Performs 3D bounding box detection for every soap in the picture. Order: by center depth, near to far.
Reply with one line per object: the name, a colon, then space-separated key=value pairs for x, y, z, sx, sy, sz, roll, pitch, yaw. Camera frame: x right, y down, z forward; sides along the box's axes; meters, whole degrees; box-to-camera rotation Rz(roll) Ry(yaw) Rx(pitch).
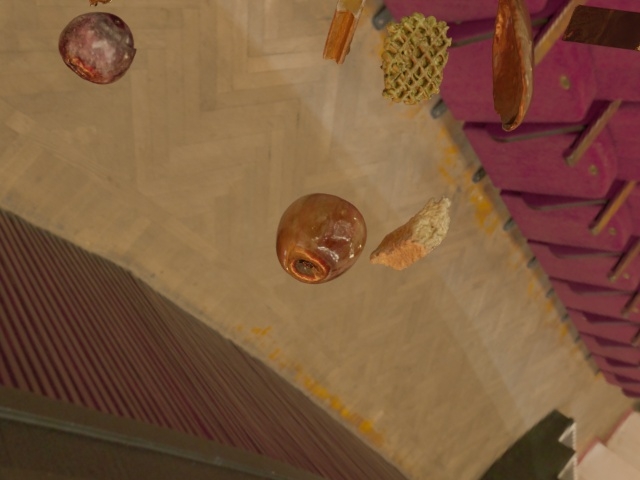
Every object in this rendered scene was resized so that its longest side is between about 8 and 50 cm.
soap: x=0.069 y=-0.594 z=1.581 sx=0.232 sy=0.073 sz=0.140 roll=121 pitch=-15 yaw=-74

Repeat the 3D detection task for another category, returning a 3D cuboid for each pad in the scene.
pad: x=0.679 y=-0.496 z=1.377 sx=0.116 sy=0.193 sz=0.004 roll=83 pitch=20 yaw=-65

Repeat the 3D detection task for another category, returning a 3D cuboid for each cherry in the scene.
cherry: x=-0.591 y=-0.516 z=1.566 sx=0.195 sy=0.195 sz=0.195 roll=-23 pitch=130 yaw=-30

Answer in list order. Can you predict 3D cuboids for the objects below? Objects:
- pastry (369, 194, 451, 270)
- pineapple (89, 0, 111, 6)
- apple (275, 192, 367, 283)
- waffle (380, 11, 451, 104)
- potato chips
pastry: x=0.193 y=0.002 z=1.272 sx=0.121 sy=0.089 sz=0.258 roll=-40 pitch=175 yaw=-24
pineapple: x=-0.549 y=-0.691 z=1.468 sx=0.076 sy=0.224 sz=0.224 roll=-1 pitch=122 yaw=-7
apple: x=0.000 y=0.000 z=1.633 sx=0.256 sy=0.257 sz=0.233 roll=72 pitch=24 yaw=-43
waffle: x=0.336 y=-0.631 z=2.062 sx=0.298 sy=0.073 sz=0.316 roll=-13 pitch=119 yaw=-32
potato chips: x=0.284 y=-0.262 z=0.854 sx=0.150 sy=0.049 sz=0.201 roll=-8 pitch=97 yaw=-82
